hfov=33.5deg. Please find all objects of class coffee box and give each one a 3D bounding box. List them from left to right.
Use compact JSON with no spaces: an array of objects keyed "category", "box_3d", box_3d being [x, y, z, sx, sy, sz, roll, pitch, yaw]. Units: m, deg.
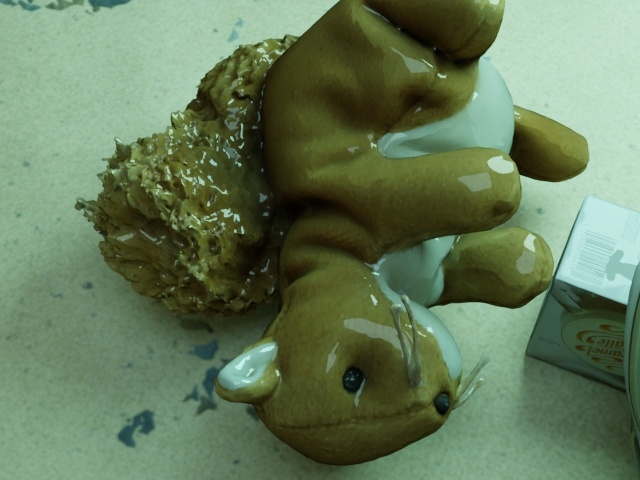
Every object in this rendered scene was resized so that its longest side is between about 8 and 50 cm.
[{"category":"coffee box","box_3d":[0.319,0.074,0.917,0.246,0.141,0.098,21,60,11]}]

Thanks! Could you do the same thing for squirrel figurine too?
[{"category":"squirrel figurine","box_3d":[0.000,0.000,0.926,0.397,0.281,0.370,9,71,26]}]

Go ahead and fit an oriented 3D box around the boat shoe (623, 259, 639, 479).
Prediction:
[{"category":"boat shoe","box_3d":[0.283,0.140,0.815,0.113,0.103,0.302,-10,99,-4]}]
